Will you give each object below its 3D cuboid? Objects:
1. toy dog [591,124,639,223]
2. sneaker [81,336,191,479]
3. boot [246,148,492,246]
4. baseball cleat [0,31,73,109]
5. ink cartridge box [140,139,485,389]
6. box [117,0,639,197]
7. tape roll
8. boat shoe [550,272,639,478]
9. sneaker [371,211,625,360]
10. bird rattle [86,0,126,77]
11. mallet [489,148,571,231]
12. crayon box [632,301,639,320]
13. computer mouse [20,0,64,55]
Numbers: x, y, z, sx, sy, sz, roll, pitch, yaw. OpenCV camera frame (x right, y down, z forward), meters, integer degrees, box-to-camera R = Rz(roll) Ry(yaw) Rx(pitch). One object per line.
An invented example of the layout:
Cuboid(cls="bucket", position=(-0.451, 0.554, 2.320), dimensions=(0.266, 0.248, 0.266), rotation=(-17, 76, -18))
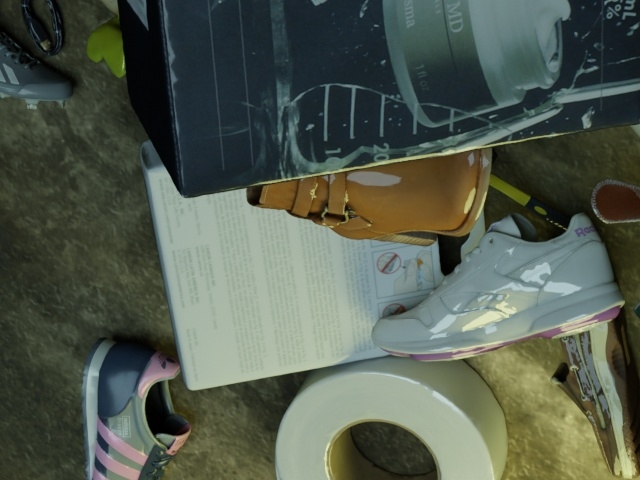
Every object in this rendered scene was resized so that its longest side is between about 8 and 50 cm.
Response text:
Cuboid(cls="toy dog", position=(0.382, -0.105, 1.760), dimensions=(0.220, 0.161, 0.334), rotation=(-33, 101, 28))
Cuboid(cls="sneaker", position=(-0.236, 0.285, 2.180), dimensions=(0.131, 0.112, 0.319), rotation=(7, 118, 18))
Cuboid(cls="boot", position=(0.050, -0.073, 1.748), dimensions=(0.220, 0.283, 0.109), rotation=(12, 76, -14))
Cuboid(cls="baseball cleat", position=(-0.397, -0.233, 2.009), dimensions=(0.205, 0.072, 0.109), rotation=(15, 112, 7))
Cuboid(cls="ink cartridge box", position=(0.000, 0.000, 1.953), dimensions=(0.385, 0.091, 0.308), rotation=(-11, 119, -6))
Cuboid(cls="box", position=(0.042, -0.338, 1.581), dimensions=(0.471, 0.297, 0.480), rotation=(-11, 115, -13))
Cuboid(cls="tape roll", position=(0.089, 0.264, 2.068), dimensions=(0.286, 0.100, 0.286), rotation=(7, 118, 15))
Cuboid(cls="boat shoe", position=(0.323, 0.160, 1.953), dimensions=(0.095, 0.095, 0.257), rotation=(-7, 100, 24))
Cuboid(cls="sneaker", position=(0.196, 0.054, 1.899), dimensions=(0.305, 0.114, 0.152), rotation=(-16, 84, 24))
Cuboid(cls="bird rattle", position=(-0.214, -0.325, 1.889), dimensions=(0.207, 0.143, 0.254), rotation=(-24, 93, 25))
Cuboid(cls="mallet", position=(0.237, -0.057, 1.889), dimensions=(0.189, 0.039, 0.062), rotation=(23, 110, -13))
Cuboid(cls="crayon box", position=(0.504, -0.005, 1.745), dimensions=(0.318, 0.202, 0.081), rotation=(-56, 50, 31))
Cuboid(cls="computer mouse", position=(-0.389, -0.324, 1.979), dimensions=(0.071, 0.041, 0.242), rotation=(-30, 103, 27))
